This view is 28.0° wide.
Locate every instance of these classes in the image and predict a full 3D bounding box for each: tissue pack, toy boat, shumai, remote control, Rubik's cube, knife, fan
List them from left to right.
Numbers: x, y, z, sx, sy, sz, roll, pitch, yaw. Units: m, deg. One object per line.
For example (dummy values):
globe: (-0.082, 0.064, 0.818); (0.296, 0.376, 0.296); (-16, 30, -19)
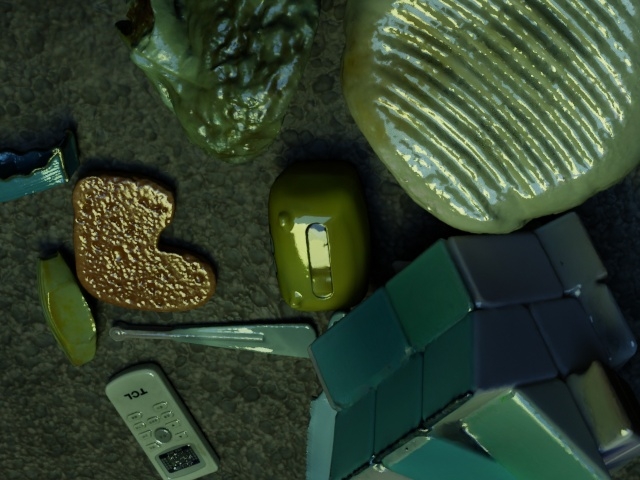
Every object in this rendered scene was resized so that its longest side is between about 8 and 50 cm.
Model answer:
toy boat: (-0.392, -0.096, 1.604); (0.185, 0.075, 0.077); (-14, 116, 20)
toy boat: (-0.334, 0.094, 1.700); (0.065, 0.066, 0.172); (-23, 117, -18)
remote control: (-0.220, 0.256, 1.780); (0.087, 0.029, 0.190); (-22, 111, 18)
shumai: (-0.123, -0.221, 1.438); (0.218, 0.189, 0.256); (23, 112, -5)
fan: (-0.143, 0.131, 1.710); (0.282, 0.023, 0.057); (0, 125, 9)
tissue pack: (0.000, 0.000, 1.563); (0.123, 0.127, 0.178); (-3, 117, 8)
knife: (0.007, 0.226, 1.738); (0.044, 0.019, 0.313); (12, 119, 11)
Rubik's cube: (0.194, 0.175, 1.503); (0.387, 0.368, 0.358); (-41, 63, 43)

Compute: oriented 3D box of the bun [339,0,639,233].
bun: (0.203, -0.199, 1.377); (0.365, 0.219, 0.365); (2, 107, 7)

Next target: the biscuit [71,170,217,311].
biscuit: (-0.225, 0.002, 1.650); (0.186, 0.036, 0.192); (4, 117, 4)
